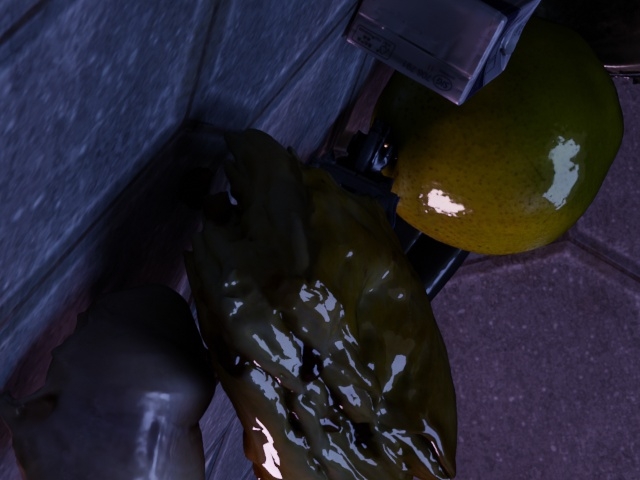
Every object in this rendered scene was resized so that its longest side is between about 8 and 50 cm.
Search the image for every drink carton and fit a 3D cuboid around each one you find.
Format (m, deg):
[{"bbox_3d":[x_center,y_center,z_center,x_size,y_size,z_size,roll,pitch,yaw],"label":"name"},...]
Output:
[{"bbox_3d":[0.129,-0.227,1.809,0.102,0.134,0.222,-65,171,21],"label":"drink carton"}]

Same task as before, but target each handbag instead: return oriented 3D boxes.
[{"bbox_3d":[0.050,0.056,2.346,0.342,0.152,0.288,-46,-177,-21],"label":"handbag"}]

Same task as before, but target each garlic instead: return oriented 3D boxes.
[{"bbox_3d":[-0.145,0.146,1.393,0.228,0.110,0.217,-9,94,-63],"label":"garlic"}]

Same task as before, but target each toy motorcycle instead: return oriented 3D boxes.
[{"bbox_3d":[0.000,0.000,1.883,0.212,0.125,0.358,-64,178,23],"label":"toy motorcycle"}]

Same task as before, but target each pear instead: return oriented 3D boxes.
[{"bbox_3d":[0.197,-0.126,2.056,0.294,0.294,0.294,-57,172,-13],"label":"pear"}]

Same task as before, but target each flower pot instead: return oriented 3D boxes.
[{"bbox_3d":[0.340,-0.359,2.139,0.290,0.290,0.259,98,10,-70],"label":"flower pot"}]

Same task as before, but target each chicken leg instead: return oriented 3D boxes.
[{"bbox_3d":[-0.102,-0.044,1.471,0.083,0.021,0.036,50,65,-87],"label":"chicken leg"}]

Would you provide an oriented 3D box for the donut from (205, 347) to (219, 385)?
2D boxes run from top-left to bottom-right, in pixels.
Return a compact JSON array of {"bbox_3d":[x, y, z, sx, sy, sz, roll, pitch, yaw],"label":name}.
[{"bbox_3d":[-0.180,0.191,1.609,0.216,0.096,0.230,-53,170,-27],"label":"donut"}]

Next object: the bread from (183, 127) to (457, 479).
[{"bbox_3d":[-0.001,0.062,1.496,0.314,0.192,0.370,-103,178,-49],"label":"bread"}]
